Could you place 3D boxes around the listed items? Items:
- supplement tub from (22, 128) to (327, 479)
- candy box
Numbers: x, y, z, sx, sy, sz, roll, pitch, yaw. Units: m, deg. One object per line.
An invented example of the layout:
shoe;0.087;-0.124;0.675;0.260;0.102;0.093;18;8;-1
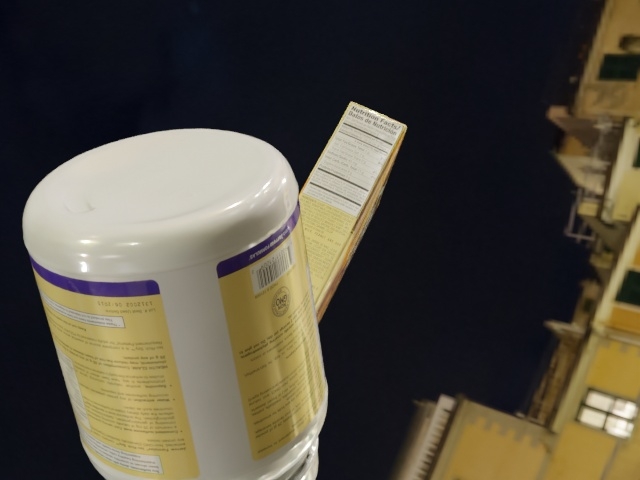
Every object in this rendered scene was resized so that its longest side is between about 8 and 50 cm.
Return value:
supplement tub;-0.121;0.088;0.984;0.241;0.241;0.331;-27;-56;-33
candy box;0.000;0.000;1.345;0.183;0.088;0.316;108;-172;-57
